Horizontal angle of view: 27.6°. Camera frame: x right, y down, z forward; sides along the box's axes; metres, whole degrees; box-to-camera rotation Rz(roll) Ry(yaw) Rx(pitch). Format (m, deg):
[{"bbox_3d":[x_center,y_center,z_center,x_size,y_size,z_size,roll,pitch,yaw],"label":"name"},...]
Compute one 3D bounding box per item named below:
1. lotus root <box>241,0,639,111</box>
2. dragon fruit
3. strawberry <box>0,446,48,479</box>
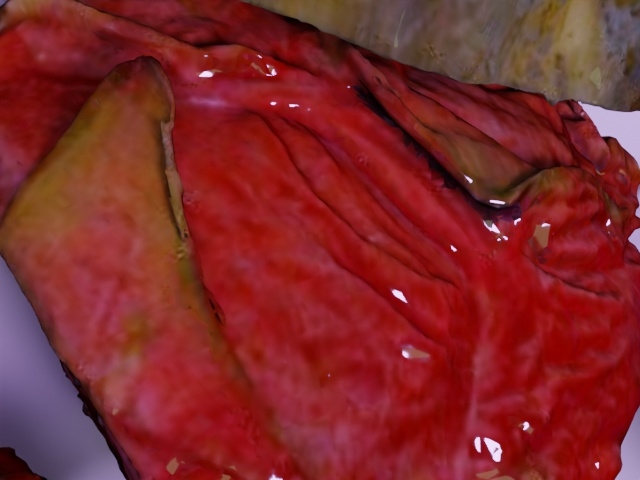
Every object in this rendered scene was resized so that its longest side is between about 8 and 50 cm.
[{"bbox_3d":[0.092,-0.195,0.485,0.267,0.149,0.260,9,115,-38],"label":"lotus root"},{"bbox_3d":[0.000,0.000,0.571,0.330,0.240,0.302,-37,106,-34],"label":"dragon fruit"},{"bbox_3d":[-0.180,0.224,0.546,0.312,0.267,0.351,5,158,11],"label":"strawberry"}]
